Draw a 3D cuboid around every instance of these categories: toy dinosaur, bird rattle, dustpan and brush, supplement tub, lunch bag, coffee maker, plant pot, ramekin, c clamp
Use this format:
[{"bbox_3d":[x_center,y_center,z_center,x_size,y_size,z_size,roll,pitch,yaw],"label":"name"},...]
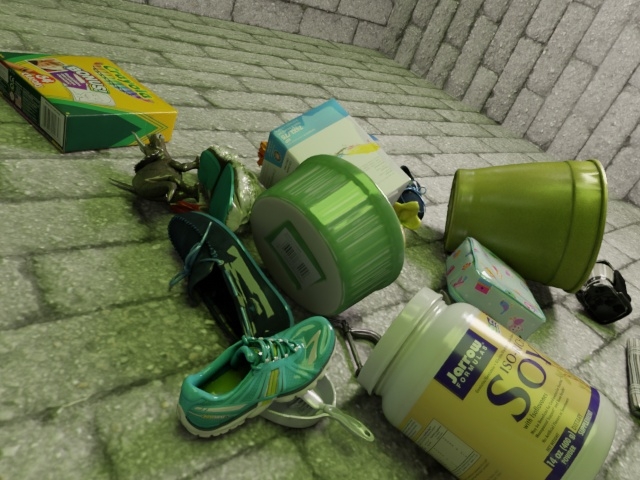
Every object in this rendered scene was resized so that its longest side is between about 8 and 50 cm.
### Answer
[{"bbox_3d":[-0.352,-0.130,1.102,0.160,0.121,0.313,1,35,-12],"label":"toy dinosaur"},{"bbox_3d":[0.132,-0.037,1.278,0.253,0.143,0.207,13,49,-11],"label":"bird rattle"},{"bbox_3d":[-0.010,0.260,0.786,0.211,0.060,0.147,35,33,20],"label":"dustpan and brush"},{"bbox_3d":[0.250,0.251,0.793,0.331,0.241,0.241,35,33,19],"label":"supplement tub"},{"bbox_3d":[0.413,0.120,1.183,0.224,0.108,0.279,39,23,-4],"label":"lunch bag"},{"bbox_3d":[0.842,0.160,1.433,0.171,0.120,0.178,30,33,11],"label":"coffee maker"},{"bbox_3d":[0.534,-0.062,1.371,0.353,0.366,0.366,9,30,10],"label":"plant pot"},{"bbox_3d":[0.000,0.000,0.963,0.148,0.303,0.303,-34,60,-31],"label":"ramekin"},{"bbox_3d":[0.079,0.214,0.957,0.137,0.022,0.160,11,32,-30],"label":"c clamp"}]

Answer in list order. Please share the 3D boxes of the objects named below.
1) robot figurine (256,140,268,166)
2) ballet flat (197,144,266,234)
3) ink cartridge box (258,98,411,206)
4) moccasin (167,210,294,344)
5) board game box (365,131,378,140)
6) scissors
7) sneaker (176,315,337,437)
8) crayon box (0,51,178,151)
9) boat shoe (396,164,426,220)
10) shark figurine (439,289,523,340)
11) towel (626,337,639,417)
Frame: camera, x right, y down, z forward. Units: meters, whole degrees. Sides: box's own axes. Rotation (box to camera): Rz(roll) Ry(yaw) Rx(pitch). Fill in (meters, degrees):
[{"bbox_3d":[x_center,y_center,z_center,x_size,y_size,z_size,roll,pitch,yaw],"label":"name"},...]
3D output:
[{"bbox_3d":[-0.021,-0.200,1.371,0.291,0.085,0.211,5,36,-26],"label":"robot figurine"},{"bbox_3d":[-0.191,-0.122,1.139,0.147,0.147,0.409,7,25,-24],"label":"ballet flat"},{"bbox_3d":[0.025,-0.139,1.144,0.197,0.198,0.270,-35,76,-27],"label":"ink cartridge box"},{"bbox_3d":[-0.189,0.063,0.902,0.342,0.137,0.117,40,39,27],"label":"moccasin"},{"bbox_3d":[0.142,-0.400,1.920,0.133,0.033,0.169,32,27,24],"label":"board game box"},{"bbox_3d":[-0.341,-0.088,1.148,0.297,0.021,0.109,28,32,11],"label":"scissors"},{"bbox_3d":[-0.083,0.189,0.740,0.275,0.110,0.107,-27,48,-32],"label":"sneaker"},{"bbox_3d":[-0.625,-0.380,1.321,0.363,0.106,0.313,38,34,23],"label":"crayon box"},{"bbox_3d":[0.272,-0.161,1.583,0.109,0.089,0.258,9,34,-22],"label":"boat shoe"},{"bbox_3d":[0.365,0.222,1.041,0.166,0.116,0.278,2,39,-33],"label":"shark figurine"},{"bbox_3d":[0.892,0.395,1.169,0.324,0.056,0.312,33,32,15],"label":"towel"}]
